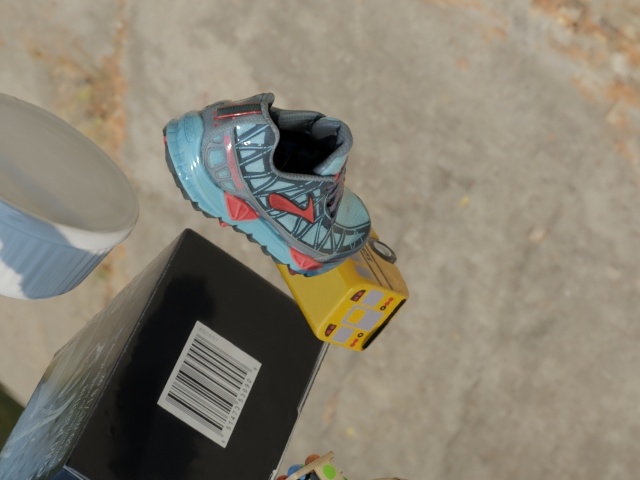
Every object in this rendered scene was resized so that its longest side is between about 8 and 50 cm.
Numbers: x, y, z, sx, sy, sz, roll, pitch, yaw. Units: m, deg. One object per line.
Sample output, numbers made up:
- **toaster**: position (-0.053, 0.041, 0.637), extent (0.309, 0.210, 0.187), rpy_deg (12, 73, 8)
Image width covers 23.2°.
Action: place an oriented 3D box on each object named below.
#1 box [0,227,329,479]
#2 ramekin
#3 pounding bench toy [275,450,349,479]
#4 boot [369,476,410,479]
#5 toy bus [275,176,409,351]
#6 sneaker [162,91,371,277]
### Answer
- **box**: position (-0.280, 0.319, 2.352), extent (0.297, 0.480, 0.472), rpy_deg (35, 136, -13)
- **ramekin**: position (-0.355, -0.047, 1.795), extent (0.273, 0.127, 0.273), rpy_deg (31, -158, -14)
- **pounding bench toy**: position (0.005, 0.219, 1.365), extent (0.065, 0.083, 0.052), rpy_deg (56, 135, 10)
- **boot**: position (0.100, 0.351, 1.856), extent (0.236, 0.089, 0.269), rpy_deg (28, -177, -23)
- **toy bus**: position (0.000, 0.000, 2.110), extent (0.130, 0.108, 0.333), rpy_deg (18, -151, -40)
- **sneaker**: position (-0.013, -0.048, 1.335), extent (0.262, 0.125, 0.104), rpy_deg (26, -135, -53)
